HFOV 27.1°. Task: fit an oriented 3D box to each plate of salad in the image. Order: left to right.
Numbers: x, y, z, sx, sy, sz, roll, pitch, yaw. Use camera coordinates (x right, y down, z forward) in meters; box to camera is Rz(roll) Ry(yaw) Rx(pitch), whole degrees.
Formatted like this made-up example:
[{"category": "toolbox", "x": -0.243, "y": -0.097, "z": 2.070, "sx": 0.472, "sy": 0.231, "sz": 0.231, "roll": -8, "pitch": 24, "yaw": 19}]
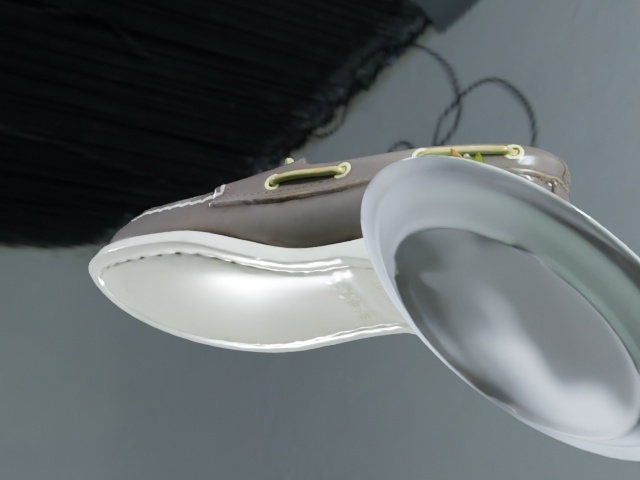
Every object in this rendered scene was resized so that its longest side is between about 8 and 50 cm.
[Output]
[{"category": "plate of salad", "x": 0.105, "y": 0.030, "z": 0.643, "sx": 0.048, "sy": 0.200, "sz": 0.200, "roll": -48, "pitch": 26, "yaw": -26}]

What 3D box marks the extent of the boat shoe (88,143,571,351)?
[{"category": "boat shoe", "x": 0.000, "y": 0.000, "z": 0.831, "sx": 0.324, "sy": 0.116, "sz": 0.096, "roll": -4, "pitch": 51, "yaw": 33}]
